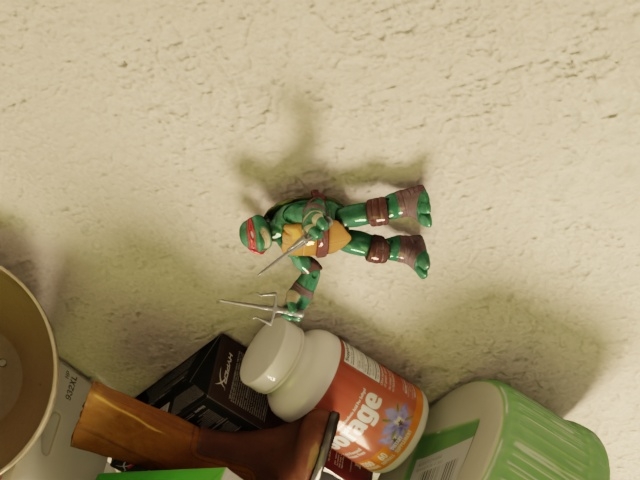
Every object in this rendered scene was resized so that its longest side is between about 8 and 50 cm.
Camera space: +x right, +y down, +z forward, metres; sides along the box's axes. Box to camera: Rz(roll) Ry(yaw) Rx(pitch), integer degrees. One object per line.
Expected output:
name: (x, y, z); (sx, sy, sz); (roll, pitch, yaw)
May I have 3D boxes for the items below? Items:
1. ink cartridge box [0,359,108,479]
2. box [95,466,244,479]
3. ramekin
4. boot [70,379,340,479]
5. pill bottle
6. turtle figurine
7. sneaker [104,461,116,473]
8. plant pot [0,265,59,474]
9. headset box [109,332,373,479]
ink cartridge box: (-0.421, 0.323, 1.824); (0.307, 0.223, 0.129); (-31, 123, 34)
box: (-0.135, 0.382, 1.650); (0.231, 0.127, 0.262); (40, 147, -29)
ramekin: (0.186, 0.313, 1.668); (0.148, 0.303, 0.303); (37, 130, -16)
boot: (-0.137, 0.221, 1.628); (0.280, 0.096, 0.264); (27, 147, -9)
pill bottle: (0.015, 0.184, 1.683); (0.216, 0.121, 0.121); (33, 131, -22)
turtle figurine: (0.000, 0.000, 1.508); (0.234, 0.118, 0.175); (-7, 150, -5)
sneaker: (-0.367, 0.426, 2.009); (0.147, 0.145, 0.385); (0, 142, -37)
plant pot: (-0.443, 0.161, 1.668); (0.284, 0.284, 0.191); (10, 171, 0)
headset box: (-0.086, 0.276, 1.800); (0.293, 0.110, 0.218); (34, 131, -22)
